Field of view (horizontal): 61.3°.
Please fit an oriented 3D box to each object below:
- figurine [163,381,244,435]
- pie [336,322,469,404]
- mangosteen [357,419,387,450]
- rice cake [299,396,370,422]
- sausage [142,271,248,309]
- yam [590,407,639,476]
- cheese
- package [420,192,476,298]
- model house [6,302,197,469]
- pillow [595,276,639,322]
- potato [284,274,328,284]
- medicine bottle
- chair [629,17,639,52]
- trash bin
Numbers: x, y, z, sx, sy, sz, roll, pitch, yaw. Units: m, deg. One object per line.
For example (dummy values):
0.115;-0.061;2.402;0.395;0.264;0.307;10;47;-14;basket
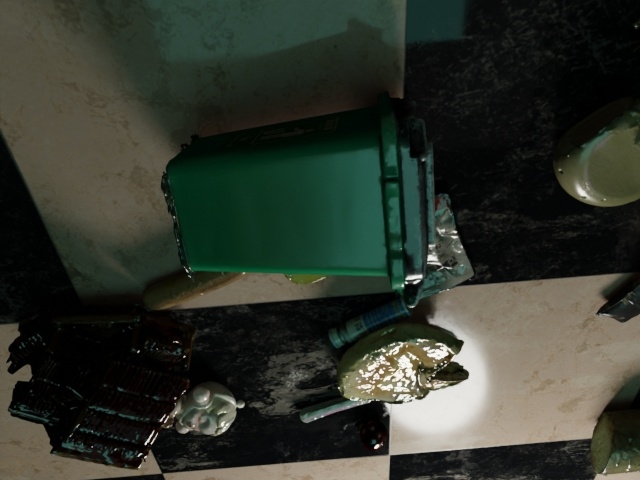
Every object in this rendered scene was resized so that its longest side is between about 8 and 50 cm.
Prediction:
-0.311;0.392;1.287;0.257;0.144;0.181;24;103;-18;figurine
0.183;0.291;1.239;0.338;0.075;0.337;-2;141;-2;pie
0.138;0.520;1.447;0.081;0.081;0.081;-2;129;-2;mangosteen
0.043;0.424;1.392;0.208;0.033;0.033;-20;117;11;rice cake
-0.222;0.070;1.072;0.301;0.065;0.065;-23;126;16;sausage
0.883;0.533;1.453;0.304;0.168;0.168;-7;129;3;yam
0.506;-0.139;0.939;0.202;0.091;0.175;33;119;-28;cheese
0.213;0.019;1.081;0.154;0.030;0.239;-19;127;13;package
-0.450;0.283;1.065;0.317;0.282;0.297;30;129;-28;model house
0.691;0.129;1.191;0.090;0.048;0.150;26;127;-13;pillow
0.000;0.000;1.039;0.119;0.054;0.198;24;118;-15;potato
0.110;0.180;1.190;0.191;0.051;0.051;-27;125;16;medicine bottle
0.568;-0.376;0.717;0.170;0.159;0.326;35;123;-28;chair
-0.020;-0.058;0.853;0.381;0.259;0.295;-4;114;8;trash bin
